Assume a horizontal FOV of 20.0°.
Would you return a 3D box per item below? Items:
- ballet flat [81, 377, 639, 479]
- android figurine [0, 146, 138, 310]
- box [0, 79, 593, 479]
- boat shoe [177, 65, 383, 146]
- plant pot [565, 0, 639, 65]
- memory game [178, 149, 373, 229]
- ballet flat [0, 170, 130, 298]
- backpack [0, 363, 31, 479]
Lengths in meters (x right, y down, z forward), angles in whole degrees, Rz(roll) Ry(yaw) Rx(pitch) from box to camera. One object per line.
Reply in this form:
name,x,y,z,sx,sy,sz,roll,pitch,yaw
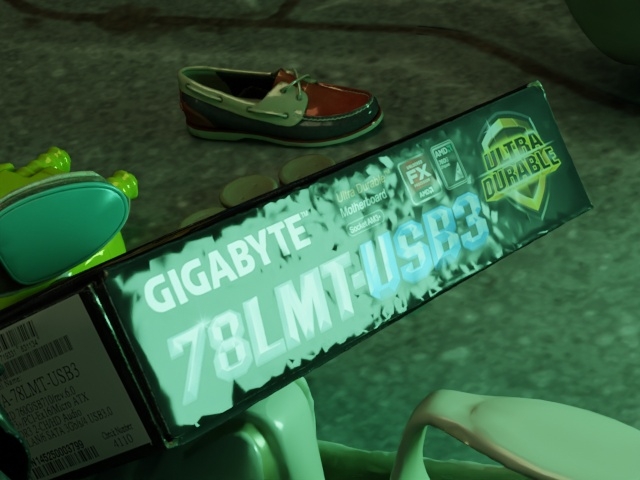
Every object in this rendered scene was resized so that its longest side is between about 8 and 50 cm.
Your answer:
ballet flat,0.028,0.117,0.762,0.409,0.147,0.147,3,36,23
android figurine,-0.223,0.030,1.045,0.248,0.056,0.273,21,47,40
box,-0.076,0.039,0.794,0.293,0.073,0.295,-21,4,42
boat shoe,-0.028,-0.090,1.169,0.137,0.043,0.049,3,35,20
plant pot,0.288,-0.222,1.069,0.280,0.323,0.323,-13,29,32
memory game,0.000,0.000,1.053,0.186,0.012,0.186,-8,33,5
ballet flat,-0.182,0.007,0.968,0.168,0.057,0.052,-31,29,-20
backpack,-0.139,0.203,0.578,0.213,0.276,0.263,-44,6,-38
